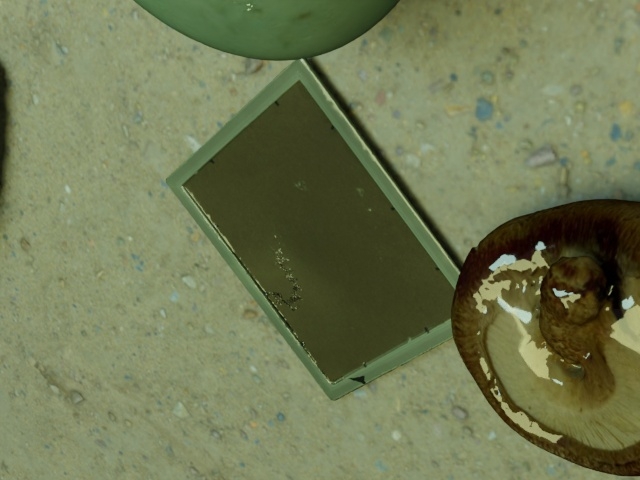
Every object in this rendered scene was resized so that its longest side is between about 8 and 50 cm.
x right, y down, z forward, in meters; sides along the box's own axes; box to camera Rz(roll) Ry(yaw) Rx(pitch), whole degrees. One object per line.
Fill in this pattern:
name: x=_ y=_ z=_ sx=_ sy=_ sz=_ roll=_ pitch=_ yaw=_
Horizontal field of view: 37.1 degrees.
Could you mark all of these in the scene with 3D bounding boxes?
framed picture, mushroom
framed picture: x=0.000 y=0.000 z=0.861 sx=0.216 sy=0.016 sz=0.273 roll=-34 pitch=92 yaw=39
mushroom: x=0.210 y=0.064 z=0.692 sx=0.231 sy=0.138 sz=0.194 roll=8 pitch=131 yaw=42

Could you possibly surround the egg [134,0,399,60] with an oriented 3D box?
egg: x=-0.059 y=-0.301 z=0.580 sx=0.276 sy=0.276 sz=0.389 roll=-10 pitch=104 yaw=36
